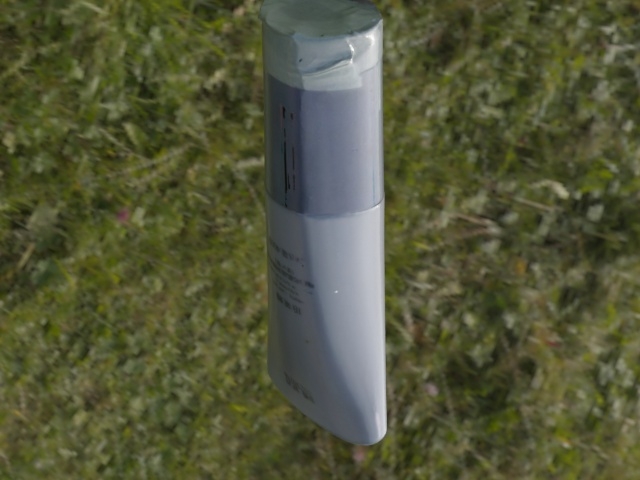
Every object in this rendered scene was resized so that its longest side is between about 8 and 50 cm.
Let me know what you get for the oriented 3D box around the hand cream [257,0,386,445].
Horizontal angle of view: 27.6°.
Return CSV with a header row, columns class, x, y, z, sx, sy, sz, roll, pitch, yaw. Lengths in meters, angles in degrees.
class,x,y,z,sx,sy,sz,roll,pitch,yaw
hand cream,0.000,0.000,0.605,0.048,0.079,0.255,-34,142,-29
